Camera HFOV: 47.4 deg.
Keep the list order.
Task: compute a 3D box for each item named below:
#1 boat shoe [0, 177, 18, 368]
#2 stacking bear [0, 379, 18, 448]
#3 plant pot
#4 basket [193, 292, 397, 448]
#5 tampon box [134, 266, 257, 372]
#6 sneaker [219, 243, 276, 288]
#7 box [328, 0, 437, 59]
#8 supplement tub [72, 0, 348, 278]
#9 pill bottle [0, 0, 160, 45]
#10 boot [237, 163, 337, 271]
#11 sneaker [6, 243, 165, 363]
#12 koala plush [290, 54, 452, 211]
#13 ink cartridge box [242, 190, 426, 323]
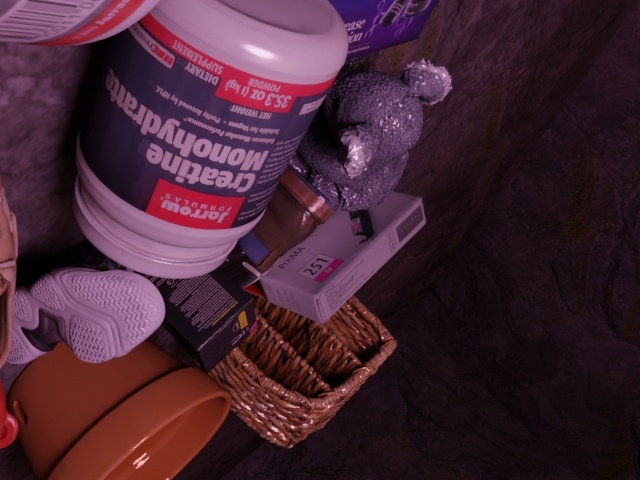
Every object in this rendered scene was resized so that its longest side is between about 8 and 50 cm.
[{"bbox_3d":[-0.301,0.008,0.607,0.122,0.110,0.341,-38,165,-35],"label":"boat shoe"},{"bbox_3d":[-0.386,0.156,0.541,0.289,0.175,0.164,-17,-173,-18],"label":"stacking bear"},{"bbox_3d":[-0.301,0.252,1.036,0.291,0.203,0.291,-42,162,-17],"label":"plant pot"},{"bbox_3d":[-0.066,0.165,1.241,0.223,0.299,0.213,-51,161,24],"label":"basket"},{"bbox_3d":[-0.178,0.081,1.010,0.101,0.161,0.120,-43,164,-18],"label":"tampon box"},{"bbox_3d":[-0.067,-0.020,1.156,0.281,0.106,0.162,-47,166,1],"label":"sneaker"},{"bbox_3d":[0.042,-0.298,0.784,0.261,0.103,0.184,-29,154,-44],"label":"box"},{"bbox_3d":[-0.111,-0.116,0.671,0.191,0.191,0.272,-25,153,-50],"label":"supplement tub"},{"bbox_3d":[-0.217,-0.180,0.237,0.210,0.210,0.363,-55,161,26],"label":"pill bottle"},{"bbox_3d":[-0.086,-0.061,0.823,0.106,0.219,0.082,-48,142,2],"label":"boot"},{"bbox_3d":[-0.241,0.054,0.785,0.269,0.101,0.153,-11,-161,35],"label":"sneaker"},{"bbox_3d":[0.053,-0.138,0.880,0.196,0.203,0.221,-42,-170,-20],"label":"koala plush"},{"bbox_3d":[0.000,0.000,1.198,0.275,0.239,0.060,-42,131,-32],"label":"ink cartridge box"}]
